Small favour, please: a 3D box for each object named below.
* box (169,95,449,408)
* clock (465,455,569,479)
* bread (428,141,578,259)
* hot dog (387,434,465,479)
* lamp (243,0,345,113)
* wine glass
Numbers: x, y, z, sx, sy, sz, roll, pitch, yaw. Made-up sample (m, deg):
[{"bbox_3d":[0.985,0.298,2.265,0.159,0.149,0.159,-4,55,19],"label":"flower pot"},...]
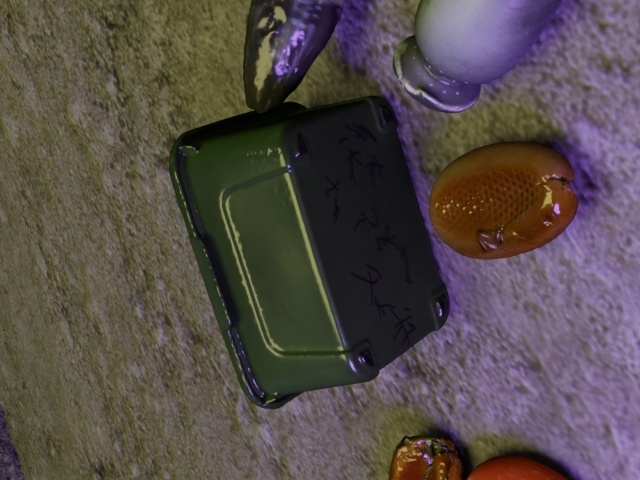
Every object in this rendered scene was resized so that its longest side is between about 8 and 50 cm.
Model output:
[{"bbox_3d":[0.000,0.000,0.974,0.178,0.253,0.328,-12,101,43],"label":"box"},{"bbox_3d":[0.252,0.344,1.004,0.205,0.051,0.205,26,128,39],"label":"clock"},{"bbox_3d":[0.185,-0.040,0.861,0.189,0.077,0.114,-11,80,53],"label":"bread"},{"bbox_3d":[0.138,0.364,1.137,0.115,0.072,0.269,34,131,36],"label":"hot dog"},{"bbox_3d":[-0.025,-0.256,0.934,0.101,0.101,0.250,26,102,40],"label":"lamp"},{"bbox_3d":[0.149,-0.210,0.781,0.111,0.111,0.204,56,144,13],"label":"wine glass"}]
